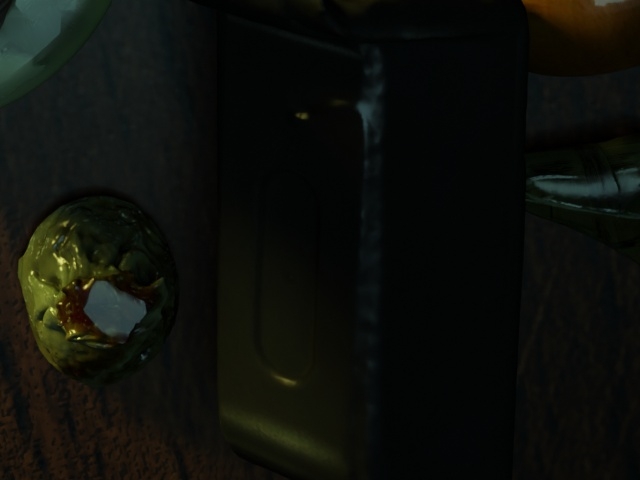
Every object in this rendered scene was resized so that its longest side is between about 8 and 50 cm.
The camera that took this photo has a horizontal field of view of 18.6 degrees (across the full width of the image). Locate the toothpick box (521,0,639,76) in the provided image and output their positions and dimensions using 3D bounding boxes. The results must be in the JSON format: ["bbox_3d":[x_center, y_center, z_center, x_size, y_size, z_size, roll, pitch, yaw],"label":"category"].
[{"bbox_3d":[0.135,-0.251,1.093,0.192,0.192,0.294,-19,119,-3],"label":"toothpick box"}]

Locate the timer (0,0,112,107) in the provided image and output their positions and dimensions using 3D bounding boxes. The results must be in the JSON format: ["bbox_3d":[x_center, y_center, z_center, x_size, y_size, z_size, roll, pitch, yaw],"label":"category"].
[{"bbox_3d":[-0.220,-0.165,0.985,0.291,0.315,0.291,-3,112,-8],"label":"timer"}]

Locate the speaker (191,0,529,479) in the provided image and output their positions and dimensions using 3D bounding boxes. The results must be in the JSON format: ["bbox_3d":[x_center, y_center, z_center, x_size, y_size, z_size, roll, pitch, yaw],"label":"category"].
[{"bbox_3d":[0.000,0.000,1.119,0.184,0.180,0.388,-29,128,-44],"label":"speaker"}]

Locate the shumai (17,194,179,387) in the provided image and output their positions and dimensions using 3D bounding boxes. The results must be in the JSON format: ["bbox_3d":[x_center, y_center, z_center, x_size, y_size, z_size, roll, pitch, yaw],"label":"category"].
[{"bbox_3d":[-0.132,0.042,1.206,0.099,0.087,0.124,-14,114,-6],"label":"shumai"}]

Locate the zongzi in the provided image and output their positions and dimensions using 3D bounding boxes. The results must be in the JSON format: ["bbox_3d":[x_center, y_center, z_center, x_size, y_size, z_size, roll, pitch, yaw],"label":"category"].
[{"bbox_3d":[0.175,-0.012,1.268,0.104,0.052,0.113,-7,125,0],"label":"zongzi"}]
